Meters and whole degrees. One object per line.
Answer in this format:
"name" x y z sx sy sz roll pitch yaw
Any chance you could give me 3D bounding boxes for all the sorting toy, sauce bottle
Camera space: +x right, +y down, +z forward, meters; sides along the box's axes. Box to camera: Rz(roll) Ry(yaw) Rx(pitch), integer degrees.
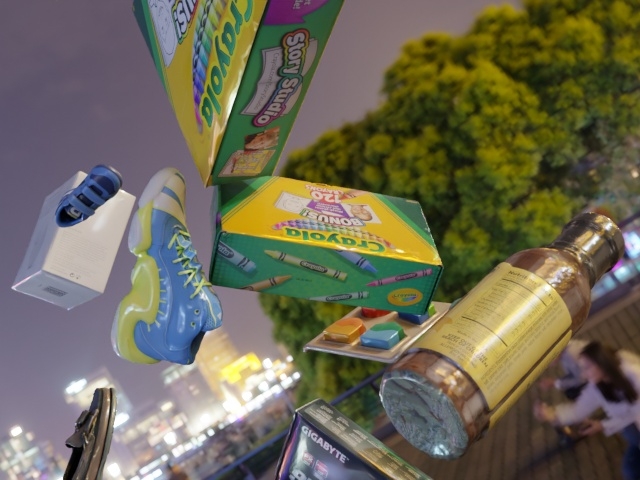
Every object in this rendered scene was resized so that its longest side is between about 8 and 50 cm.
"sorting toy" 0.100 0.133 1.550 0.208 0.038 0.193 -2 22 43
"sauce bottle" 0.201 0.082 0.975 0.344 0.111 0.111 -35 -3 -37

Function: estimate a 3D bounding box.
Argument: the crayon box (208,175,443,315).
"crayon box" 0.000 0.000 1.215 0.165 0.279 0.081 -101 23 -58

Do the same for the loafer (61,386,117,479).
"loafer" -0.427 0.388 1.719 0.084 0.267 0.096 14 -26 -20

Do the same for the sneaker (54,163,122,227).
"sneaker" -0.351 -0.063 1.444 0.144 0.053 0.059 -34 22 37

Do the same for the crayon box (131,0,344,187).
"crayon box" -0.106 -0.296 1.112 0.106 0.313 0.363 -10 -31 -26

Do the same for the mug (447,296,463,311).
"mug" 0.277 0.145 1.465 0.097 0.129 0.158 -21 -41 40

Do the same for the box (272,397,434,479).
"box" 0.044 0.320 1.139 0.051 0.220 0.175 -20 -45 -50

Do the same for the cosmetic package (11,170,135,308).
"cosmetic package" -0.515 0.005 1.996 0.224 0.138 0.224 -20 52 56

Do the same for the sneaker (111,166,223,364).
"sneaker" -0.163 0.039 1.126 0.091 0.126 0.240 -47 -28 -72
